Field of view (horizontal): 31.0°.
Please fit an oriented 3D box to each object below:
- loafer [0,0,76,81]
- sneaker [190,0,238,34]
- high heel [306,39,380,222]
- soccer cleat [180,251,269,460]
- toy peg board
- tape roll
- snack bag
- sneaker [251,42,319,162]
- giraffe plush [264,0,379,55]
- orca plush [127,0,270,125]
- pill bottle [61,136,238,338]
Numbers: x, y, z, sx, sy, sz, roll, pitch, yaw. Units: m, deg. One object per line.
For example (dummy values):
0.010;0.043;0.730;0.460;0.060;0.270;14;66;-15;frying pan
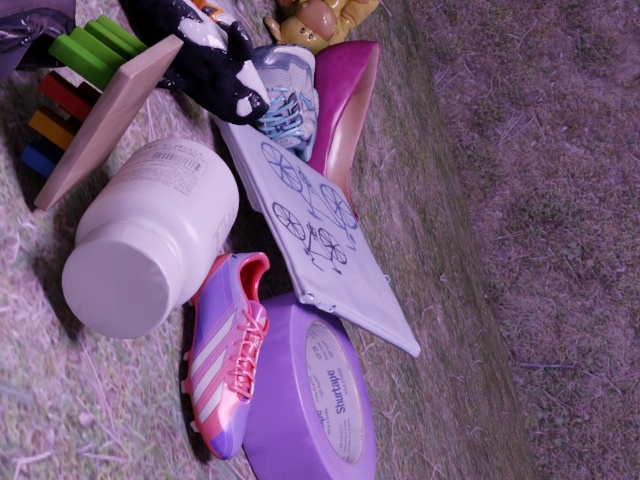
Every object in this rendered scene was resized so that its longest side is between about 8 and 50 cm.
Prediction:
-0.275;-0.179;1.003;0.302;0.109;0.095;-64;139;-71;loafer
-0.182;-0.345;1.510;0.262;0.099;0.121;62;10;-55;sneaker
0.049;-0.135;1.857;0.127;0.181;0.377;5;69;-72;high heel
-0.098;0.120;1.283;0.083;0.095;0.248;52;26;-50;soccer cleat
-0.223;-0.133;1.092;0.079;0.160;0.161;37;23;-4;toy peg board
-0.019;0.203;1.467;0.275;0.090;0.275;-17;90;-74;tape roll
0.000;0.000;1.597;0.323;0.037;0.342;32;27;-53;snack bag
-0.050;-0.195;1.695;0.283;0.110;0.122;53;31;-70;sneaker
-0.015;-0.374;1.996;0.170;0.181;0.210;-52;158;-58;giraffe plush
-0.171;-0.234;1.398;0.102;0.151;0.287;-56;138;-28;orca plush
-0.165;-0.003;1.125;0.229;0.131;0.131;-71;141;-64;pill bottle
